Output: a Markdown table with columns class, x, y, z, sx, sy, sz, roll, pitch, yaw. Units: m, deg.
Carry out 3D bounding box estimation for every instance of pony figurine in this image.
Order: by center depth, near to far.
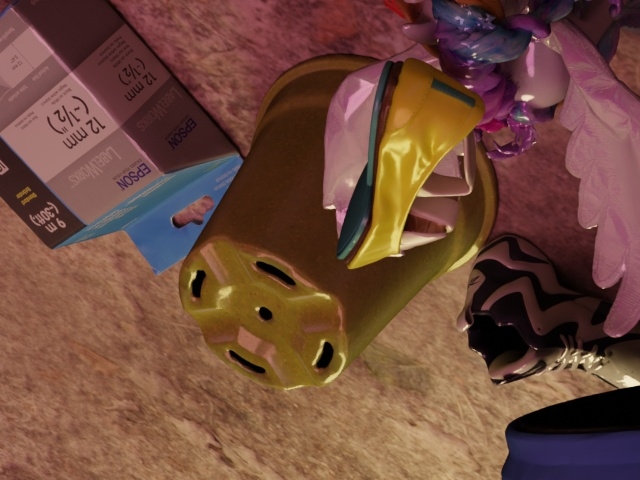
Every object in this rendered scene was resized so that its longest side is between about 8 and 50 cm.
| class | x | y | z | sx | sy | sz | roll | pitch | yaw |
| --- | --- | --- | --- | --- | --- | --- | --- | --- | --- |
| pony figurine | 0.154 | -0.144 | 1.004 | 0.302 | 0.363 | 0.351 | 10 | 131 | 26 |

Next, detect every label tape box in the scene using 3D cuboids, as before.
| class | x | y | z | sx | sy | sz | roll | pitch | yaw |
| --- | --- | --- | --- | --- | --- | --- | --- | --- | --- |
| label tape box | -0.255 | -0.101 | 1.501 | 0.249 | 0.115 | 0.348 | -28 | 107 | 45 |

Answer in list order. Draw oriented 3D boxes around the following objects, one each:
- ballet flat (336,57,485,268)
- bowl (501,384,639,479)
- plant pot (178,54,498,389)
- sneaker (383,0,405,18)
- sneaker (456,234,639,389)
| class | x | y | z | sx | sy | sz | roll | pitch | yaw |
| --- | --- | --- | --- | --- | --- | --- | --- | --- | --- |
| ballet flat | 0.061 | -0.037 | 0.900 | 0.077 | 0.077 | 0.231 | 14 | 151 | 0 |
| bowl | 0.344 | 0.166 | 1.154 | 0.391 | 0.391 | 0.077 | -12 | 87 | 40 |
| plant pot | 0.000 | 0.000 | 1.316 | 0.276 | 0.254 | 0.276 | 18 | 134 | 20 |
| sneaker | 0.021 | -0.242 | 1.214 | 0.221 | 0.087 | 0.128 | -11 | 118 | 41 |
| sneaker | 0.234 | 0.113 | 1.335 | 0.235 | 0.153 | 0.094 | 41 | 139 | -4 |
